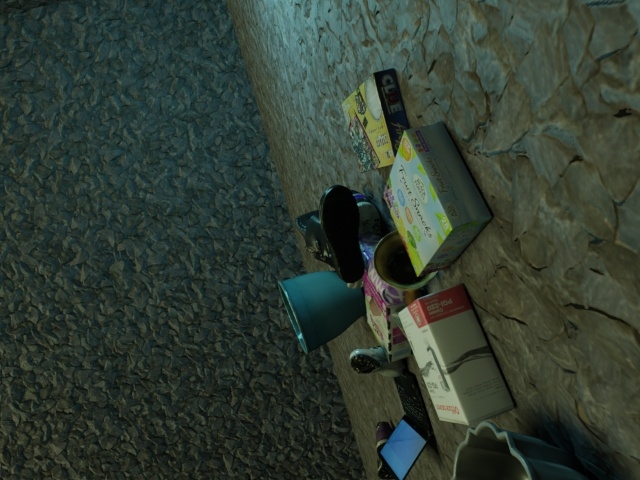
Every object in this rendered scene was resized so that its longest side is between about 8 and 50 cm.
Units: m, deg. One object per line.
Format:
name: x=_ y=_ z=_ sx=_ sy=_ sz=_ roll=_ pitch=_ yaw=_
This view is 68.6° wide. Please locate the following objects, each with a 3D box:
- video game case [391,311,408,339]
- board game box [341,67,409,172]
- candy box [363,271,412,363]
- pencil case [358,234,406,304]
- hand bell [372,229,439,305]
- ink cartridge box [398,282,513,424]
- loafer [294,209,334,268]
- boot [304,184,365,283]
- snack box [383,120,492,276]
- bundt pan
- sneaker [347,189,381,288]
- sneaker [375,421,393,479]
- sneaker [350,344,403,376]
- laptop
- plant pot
video game case: x=0.224 y=0.227 z=1.033 sx=0.157 sy=0.019 sz=0.143 roll=55 pitch=171 yaw=1
board game box: x=0.109 y=-0.227 z=0.943 sx=0.243 sy=0.042 sz=0.165 roll=-157 pitch=50 yaw=-78
candy box: x=0.175 y=0.184 z=1.225 sx=0.159 sy=0.071 sz=0.233 roll=-118 pitch=13 yaw=-49
pencil case: x=0.146 y=0.062 z=1.110 sx=0.088 sy=0.086 sz=0.206 roll=42 pitch=-171 yaw=-36
hand bell: x=0.185 y=0.089 z=0.960 sx=0.242 sy=0.126 sz=0.126 roll=65 pitch=-178 yaw=-58
ink cartridge box: x=0.233 y=0.206 z=0.841 sx=0.158 sy=0.092 sz=0.218 roll=100 pitch=150 yaw=-72
loafer: x=0.000 y=0.000 z=1.753 sx=0.366 sy=0.134 sz=0.130 roll=-123 pitch=16 yaw=-58
boot: x=0.017 y=-0.033 z=1.145 sx=0.207 sy=0.094 sz=0.246 roll=35 pitch=143 yaw=59
snack box: x=0.176 y=-0.058 z=0.761 sx=0.207 sy=0.070 sz=0.174 roll=98 pitch=155 yaw=-66
bundt pan: x=0.280 y=0.416 z=0.616 sx=0.331 sy=0.124 sz=0.331 roll=-175 pitch=90 yaw=-87
sneaker: x=0.098 y=-0.009 z=1.267 sx=0.146 sy=0.102 sz=0.293 roll=-118 pitch=21 yaw=-50
sneaker: x=0.271 y=0.833 z=1.864 sx=0.124 sy=0.107 sz=0.283 roll=-94 pitch=-3 yaw=-56
sneaker: x=0.153 y=0.325 z=1.299 sx=0.237 sy=0.085 sz=0.086 roll=29 pitch=-135 yaw=-48
laptop: x=0.219 y=0.522 z=1.377 sx=0.234 sy=0.136 sz=0.264 roll=146 pitch=107 yaw=-80
plant pot: x=0.017 y=0.227 z=1.664 sx=0.271 sy=0.255 sz=0.271 roll=159 pitch=90 yaw=-79
